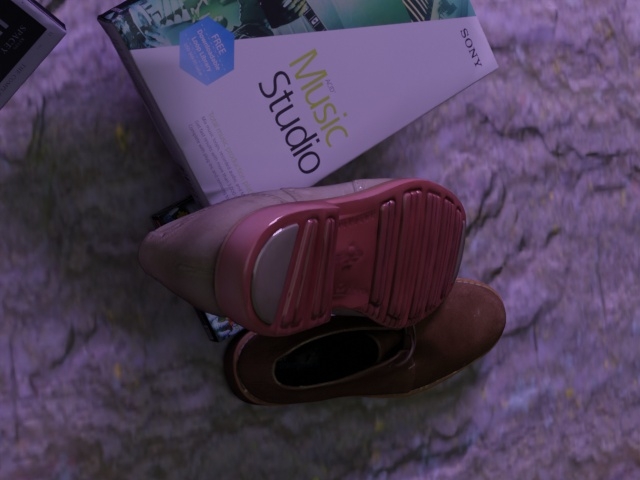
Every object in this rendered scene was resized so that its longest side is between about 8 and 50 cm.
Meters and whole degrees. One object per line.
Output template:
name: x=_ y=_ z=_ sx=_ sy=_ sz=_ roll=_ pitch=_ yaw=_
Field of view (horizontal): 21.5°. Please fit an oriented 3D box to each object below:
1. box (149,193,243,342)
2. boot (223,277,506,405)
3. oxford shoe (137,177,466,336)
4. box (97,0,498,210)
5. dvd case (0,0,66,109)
box: x=-0.091 y=0.016 z=1.609 sx=0.094 sy=0.027 sz=0.137 roll=-31 pitch=103 yaw=-23
boot: x=0.068 y=0.104 z=1.638 sx=0.305 sy=0.115 sz=0.112 roll=-12 pitch=91 yaw=-27
oxford shoe: x=0.000 y=0.000 z=1.528 sx=0.397 sy=0.146 sz=0.141 roll=1 pitch=100 yaw=-56
box: x=-0.013 y=-0.182 z=1.557 sx=0.322 sy=0.058 sz=0.232 roll=-34 pitch=114 yaw=-15
dvd case: x=-0.363 y=-0.187 z=1.433 sx=0.238 sy=0.029 sz=0.179 roll=39 pitch=99 yaw=-24
